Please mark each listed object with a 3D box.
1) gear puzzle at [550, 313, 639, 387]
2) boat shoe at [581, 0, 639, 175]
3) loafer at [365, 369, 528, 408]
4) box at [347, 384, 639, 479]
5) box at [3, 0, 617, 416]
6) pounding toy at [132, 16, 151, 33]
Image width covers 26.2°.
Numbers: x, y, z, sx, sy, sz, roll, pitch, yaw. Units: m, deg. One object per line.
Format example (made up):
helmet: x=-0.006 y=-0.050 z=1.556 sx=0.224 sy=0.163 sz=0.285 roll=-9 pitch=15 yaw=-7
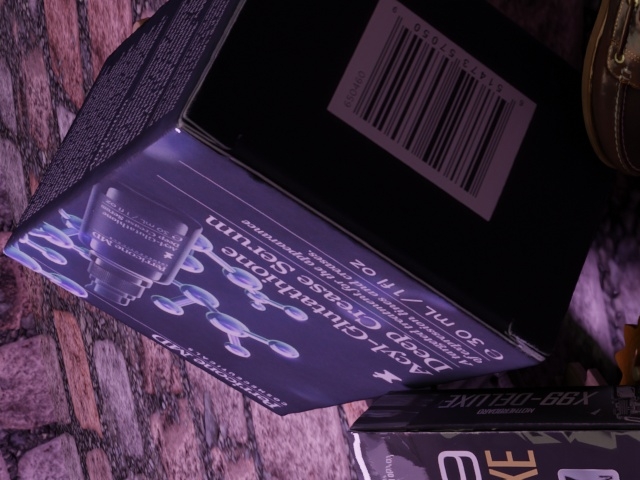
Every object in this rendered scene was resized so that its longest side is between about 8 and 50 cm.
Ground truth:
gear puzzle: x=0.222 y=0.190 z=1.053 sx=0.175 sy=0.044 sz=0.339 roll=-116 pitch=29 yaw=-51
boat shoe: x=0.214 y=-0.133 z=0.866 sx=0.073 sy=0.073 sz=0.207 roll=-139 pitch=42 yaw=-57
loafer: x=0.114 y=0.133 z=1.183 sx=0.130 sy=0.134 sz=0.366 roll=40 pitch=-171 yaw=-33
box: x=0.170 y=0.253 z=0.964 sx=0.242 sy=0.076 sz=0.307 roll=-4 pitch=107 yaw=31
box: x=-0.020 y=-0.041 z=1.044 sx=0.395 sy=0.293 sz=0.212 roll=-23 pitch=38 yaw=60
pounding toy: x=-0.070 y=-0.287 z=1.362 sx=0.269 sy=0.154 sz=0.155 roll=-59 pitch=45 yaw=32
